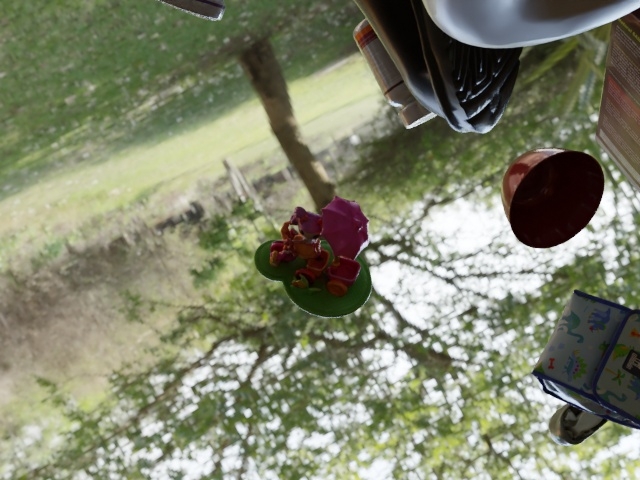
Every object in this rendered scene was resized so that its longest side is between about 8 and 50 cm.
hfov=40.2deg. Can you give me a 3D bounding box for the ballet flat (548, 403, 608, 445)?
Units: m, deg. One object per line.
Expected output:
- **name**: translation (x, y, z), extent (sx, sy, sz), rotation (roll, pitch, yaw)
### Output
- **ballet flat**: translation (0.438, 0.236, 1.321), extent (0.213, 0.072, 0.068), rotation (-38, 174, -9)

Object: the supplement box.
- **supplement box**: translation (0.392, -0.165, 1.009), extent (0.073, 0.130, 0.239), rotation (-24, 146, -5)

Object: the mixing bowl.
- **mixing bowl**: translation (0.373, -0.086, 1.475), extent (0.181, 0.181, 0.098), rotation (-29, -145, -6)

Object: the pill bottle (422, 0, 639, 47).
- **pill bottle**: translation (0.086, -0.287, 0.451), extent (0.188, 0.333, 0.188), rotation (-19, 165, -5)

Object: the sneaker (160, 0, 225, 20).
- **sneaker**: translation (-0.238, -0.433, 1.230), extent (0.161, 0.282, 0.102), rotation (-60, -173, 10)

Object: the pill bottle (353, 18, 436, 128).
- **pill bottle**: translation (0.163, -0.341, 1.719), extent (0.121, 0.221, 0.121), rotation (-27, 178, -1)

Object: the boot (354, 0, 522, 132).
- **boot**: translation (0.019, -0.251, 0.758), extent (0.260, 0.348, 0.131), rotation (10, -132, 42)

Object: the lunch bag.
- **lunch bag**: translation (0.355, 0.148, 1.064), extent (0.151, 0.096, 0.128), rotation (23, -105, 36)

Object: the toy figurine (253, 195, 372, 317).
- **toy figurine**: translation (0.000, 0.000, 1.171), extent (0.159, 0.173, 0.130), rotation (104, 9, -52)
